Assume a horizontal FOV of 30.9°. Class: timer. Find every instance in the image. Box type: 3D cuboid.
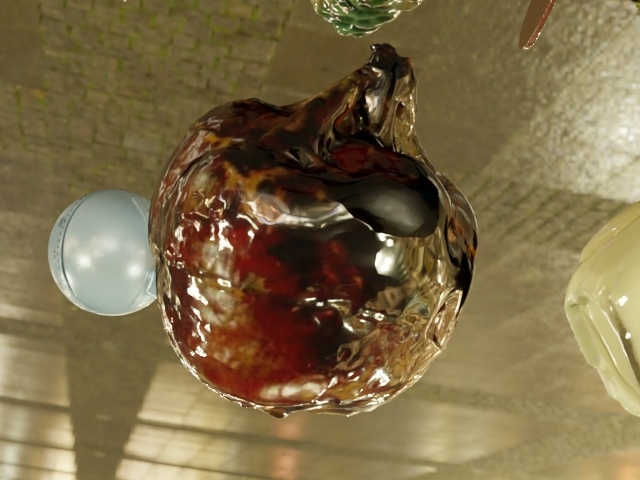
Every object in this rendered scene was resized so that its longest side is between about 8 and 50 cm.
[{"bbox_3d":[-0.210,0.015,1.428,0.256,0.175,0.175,1,162,16],"label":"timer"}]

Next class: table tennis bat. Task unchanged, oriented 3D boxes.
[{"bbox_3d":[0.310,-0.369,1.466,0.021,0.274,0.154,21,-160,-3],"label":"table tennis bat"}]

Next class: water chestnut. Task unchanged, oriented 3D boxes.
[{"bbox_3d":[0.000,0.000,0.903,0.289,0.289,0.244,19,139,-32],"label":"water chestnut"}]

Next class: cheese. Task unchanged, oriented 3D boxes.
[{"bbox_3d":[0.400,0.069,1.275,0.266,0.233,0.127,58,179,-30],"label":"cheese"}]

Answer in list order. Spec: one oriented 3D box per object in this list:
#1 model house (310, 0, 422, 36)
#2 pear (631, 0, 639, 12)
[{"bbox_3d":[0.010,-0.516,1.248,0.400,0.395,0.445,19,152,-29],"label":"model house"},{"bbox_3d":[0.372,-0.275,0.976,0.239,0.139,0.288,6,164,33],"label":"pear"}]
